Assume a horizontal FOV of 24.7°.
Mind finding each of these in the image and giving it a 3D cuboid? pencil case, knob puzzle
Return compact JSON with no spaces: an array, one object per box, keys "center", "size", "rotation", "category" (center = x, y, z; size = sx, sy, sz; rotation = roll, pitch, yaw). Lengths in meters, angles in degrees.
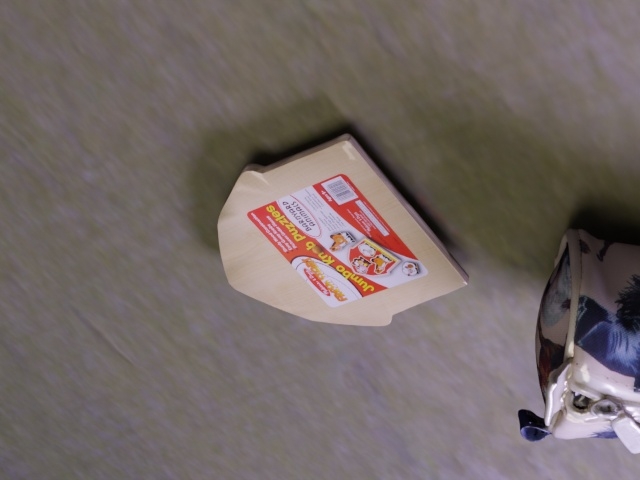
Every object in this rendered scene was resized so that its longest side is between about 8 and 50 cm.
[{"center":[0.361,0.116,1.089],"size":[0.410,0.183,0.160],"rotation":[13,136,6],"category":"pencil case"},{"center":[0.000,0.000,1.211],"size":[0.213,0.030,0.213],"rotation":[10,136,10],"category":"knob puzzle"}]
